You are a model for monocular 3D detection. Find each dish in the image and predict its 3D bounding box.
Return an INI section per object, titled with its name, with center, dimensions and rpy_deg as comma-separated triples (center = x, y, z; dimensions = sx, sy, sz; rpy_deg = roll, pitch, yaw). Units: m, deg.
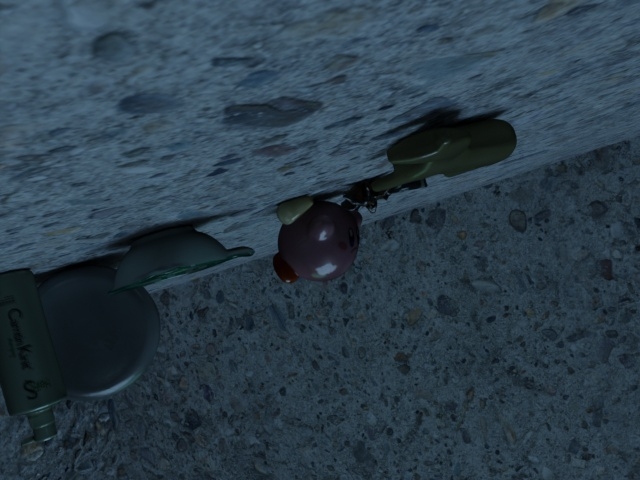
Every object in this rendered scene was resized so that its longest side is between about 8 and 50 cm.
[dish]
center = -0.240, 0.021, 0.975
dimensions = 0.246, 0.078, 0.224
rpy_deg = -16, 178, -11

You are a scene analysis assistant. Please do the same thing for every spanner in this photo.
[spanner]
center = 0.158, -0.118, 1.297
dimensions = 0.087, 0.024, 0.316
rpy_deg = -12, -179, 27

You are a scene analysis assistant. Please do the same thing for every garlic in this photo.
[garlic]
center = -0.050, -0.055, 1.064
dimensions = 0.083, 0.041, 0.053
rpy_deg = -27, 177, 34

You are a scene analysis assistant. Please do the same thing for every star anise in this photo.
[star anise]
center = 0.098, -0.082, 1.132
dimensions = 0.124, 0.056, 0.129
rpy_deg = -21, 161, -2

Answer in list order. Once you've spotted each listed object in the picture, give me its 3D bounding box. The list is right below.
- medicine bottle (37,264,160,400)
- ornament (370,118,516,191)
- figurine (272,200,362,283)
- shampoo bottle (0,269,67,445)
[medicine bottle]
center = -0.444, 0.177, 1.158
dimensions = 0.245, 0.244, 0.306
rpy_deg = -16, 178, -16
[ornament]
center = 0.162, -0.119, 0.786
dimensions = 0.231, 0.061, 0.245
rpy_deg = -14, 178, -24
[figurine]
center = 0.000, 0.000, 1.181
dimensions = 0.173, 0.173, 0.173
rpy_deg = -17, 178, -1
[shampoo bottle]
center = -0.457, 0.180, 0.902
dimensions = 0.085, 0.262, 0.085
rpy_deg = -16, 178, -1
